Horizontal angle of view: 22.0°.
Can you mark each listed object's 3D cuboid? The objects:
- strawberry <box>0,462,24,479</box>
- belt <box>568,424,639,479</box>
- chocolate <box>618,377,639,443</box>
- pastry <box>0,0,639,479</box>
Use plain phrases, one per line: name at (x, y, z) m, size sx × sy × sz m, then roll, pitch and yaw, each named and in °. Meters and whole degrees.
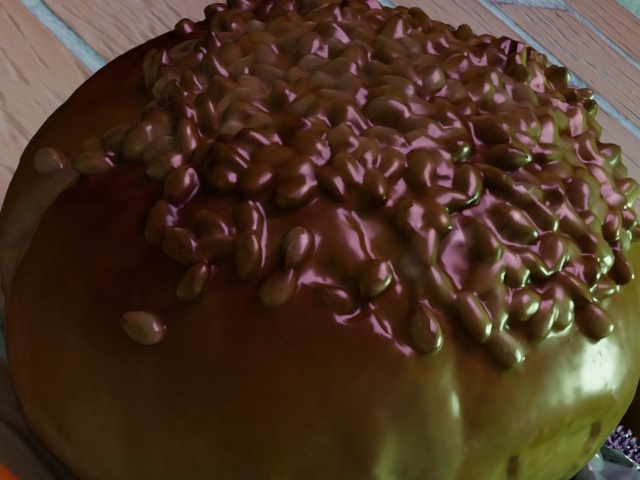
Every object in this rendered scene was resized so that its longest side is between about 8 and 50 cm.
strawberry at (-0.130, 0.219, 0.611) m, size 0.336 × 0.149 × 0.265 m, roll 44°, pitch 8°, yaw -9°
belt at (0.147, 0.207, 1.059) m, size 0.260 × 0.122 × 0.325 m, roll 18°, pitch 29°, yaw -30°
chocolate at (0.286, 0.118, 1.395) m, size 0.177 × 0.176 × 0.176 m, roll 31°, pitch 22°, yaw -14°
pastry at (0.000, 0.000, 0.963) m, size 0.410 × 0.245 × 0.409 m, roll 3°, pitch 35°, yaw -2°
